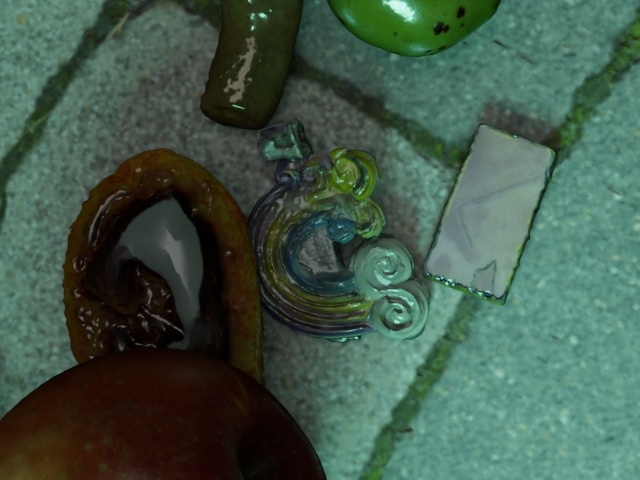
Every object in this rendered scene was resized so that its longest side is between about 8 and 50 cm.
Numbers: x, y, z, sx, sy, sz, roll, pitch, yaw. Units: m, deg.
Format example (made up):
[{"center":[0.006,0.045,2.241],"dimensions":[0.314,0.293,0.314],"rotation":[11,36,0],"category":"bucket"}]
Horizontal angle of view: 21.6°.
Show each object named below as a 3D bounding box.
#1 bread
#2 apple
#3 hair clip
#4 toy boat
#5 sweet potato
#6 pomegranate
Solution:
[{"center":[-0.095,0.072,1.139],"dimensions":[0.139,0.095,0.269],"rotation":[-14,98,15],"category":"bread"},{"center":[-0.104,0.173,1.006],"dimensions":[0.201,0.218,0.218],"rotation":[-26,80,30],"category":"apple"},{"center":[0.000,0.000,1.157],"dimensions":[0.116,0.049,0.172],"rotation":[-20,90,18],"category":"hair clip"},{"center":[0.117,-0.018,1.155],"dimensions":[0.063,0.016,0.115],"rotation":[21,86,9],"category":"toy boat"},{"center":[-0.032,-0.270,1.151],"dimensions":[0.109,0.109,0.385],"rotation":[2,88,7],"category":"sweet potato"},{"center":[0.065,-0.196,1.113],"dimensions":[0.129,0.159,0.129],"rotation":[4,65,-9],"category":"pomegranate"}]
